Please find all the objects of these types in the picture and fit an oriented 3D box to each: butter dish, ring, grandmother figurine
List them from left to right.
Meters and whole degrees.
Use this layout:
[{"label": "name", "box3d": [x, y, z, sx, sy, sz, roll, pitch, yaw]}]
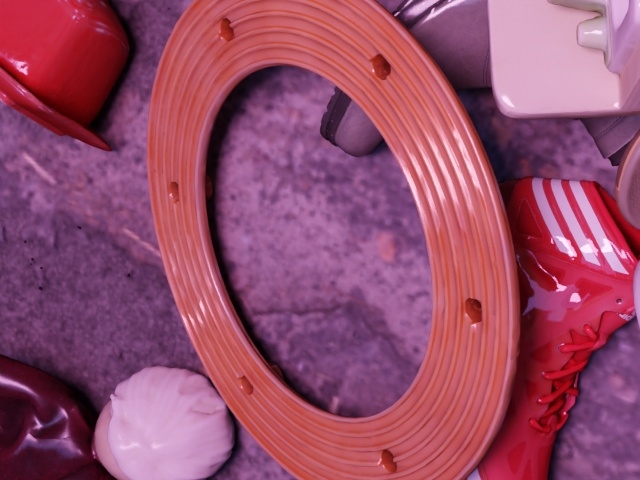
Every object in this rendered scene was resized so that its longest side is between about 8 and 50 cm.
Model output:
[{"label": "grandmother figurine", "box3d": [-0.219, 0.160, 1.018, 0.342, 0.104, 0.208, -15, 120, 23]}, {"label": "butter dish", "box3d": [-0.186, -0.153, 0.931, 0.160, 0.160, 0.118, 40, 90, 13]}, {"label": "ring", "box3d": [0.000, 0.000, 0.854, 0.336, 0.032, 0.336, 23, 122, 45]}]

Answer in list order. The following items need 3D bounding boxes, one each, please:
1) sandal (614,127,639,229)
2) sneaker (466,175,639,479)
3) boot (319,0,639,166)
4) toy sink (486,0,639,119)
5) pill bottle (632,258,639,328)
[{"label": "sandal", "box3d": [0.244, -0.056, 0.774, 0.180, 0.049, 0.072, -25, 120, 19]}, {"label": "sneaker", "box3d": [0.144, 0.069, 0.839, 0.128, 0.087, 0.221, -4, 98, 26]}, {"label": "boot", "box3d": [0.123, -0.098, 0.825, 0.161, 0.083, 0.246, 46, 115, 4]}, {"label": "toy sink", "box3d": [0.201, -0.151, 0.691, 0.234, 0.131, 0.153, -2, 81, 4]}, {"label": "pill bottle", "box3d": [0.297, 0.011, 0.720, 0.246, 0.136, 0.136, -33, 85, 30]}]
